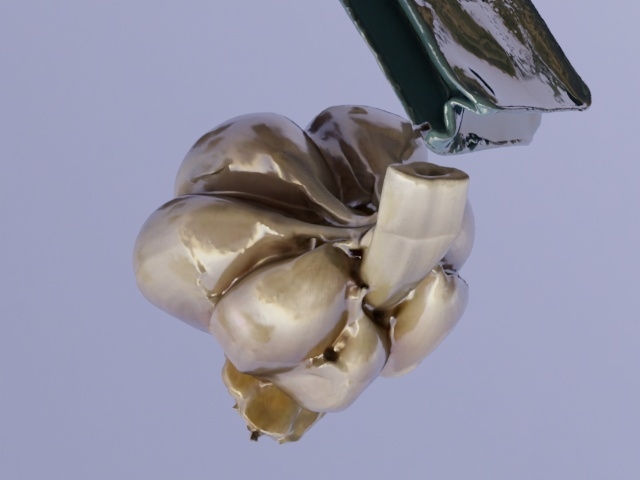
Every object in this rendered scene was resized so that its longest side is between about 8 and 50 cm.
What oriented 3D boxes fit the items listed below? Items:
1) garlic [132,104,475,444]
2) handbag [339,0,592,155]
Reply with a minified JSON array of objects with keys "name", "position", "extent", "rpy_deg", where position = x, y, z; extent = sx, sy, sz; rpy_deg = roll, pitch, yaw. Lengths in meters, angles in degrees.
[{"name":"garlic","position":[0.000,0.000,0.739],"extent":[0.131,0.194,0.127],"rpy_deg":[-26,-96,-15]},{"name":"handbag","position":[0.101,-0.153,1.416],"extent":[0.179,0.062,0.229],"rpy_deg":[59,-154,9]}]
